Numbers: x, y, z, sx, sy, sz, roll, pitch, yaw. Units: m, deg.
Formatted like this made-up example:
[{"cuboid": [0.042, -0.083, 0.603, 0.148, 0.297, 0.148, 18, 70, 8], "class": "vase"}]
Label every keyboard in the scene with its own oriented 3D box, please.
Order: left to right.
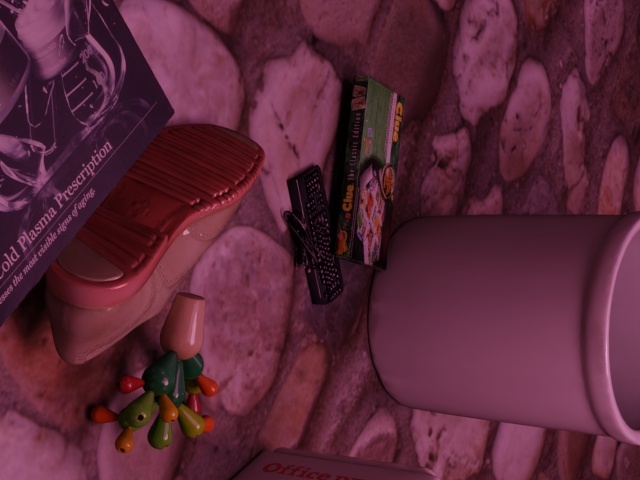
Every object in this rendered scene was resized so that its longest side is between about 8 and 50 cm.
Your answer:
[{"cuboid": [0.000, 0.000, 1.858, 0.100, 0.038, 0.192, -35, 119, -48], "class": "keyboard"}]

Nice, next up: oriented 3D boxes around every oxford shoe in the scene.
[{"cuboid": [-0.193, -0.010, 1.542, 0.397, 0.140, 0.147, -45, 158, -50], "class": "oxford shoe"}]

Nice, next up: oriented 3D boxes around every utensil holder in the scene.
[{"cuboid": [0.309, 0.116, 2.001, 0.327, 0.385, 0.328, -6, 97, -55], "class": "utensil holder"}]

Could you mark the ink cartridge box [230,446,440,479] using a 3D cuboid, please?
[{"cuboid": [-0.046, 0.422, 1.605, 0.384, 0.279, 0.160, -37, 122, -47], "class": "ink cartridge box"}]

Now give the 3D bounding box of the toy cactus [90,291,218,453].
[{"cuboid": [-0.174, 0.147, 1.550, 0.219, 0.112, 0.181, -1, 106, -66], "class": "toy cactus"}]

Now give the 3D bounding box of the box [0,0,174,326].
[{"cuboid": [-0.346, -0.132, 1.240, 0.343, 0.179, 0.312, -57, 133, -36], "class": "box"}]

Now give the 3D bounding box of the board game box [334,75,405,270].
[{"cuboid": [0.072, -0.094, 1.947, 0.136, 0.030, 0.260, 19, 76, -60], "class": "board game box"}]
